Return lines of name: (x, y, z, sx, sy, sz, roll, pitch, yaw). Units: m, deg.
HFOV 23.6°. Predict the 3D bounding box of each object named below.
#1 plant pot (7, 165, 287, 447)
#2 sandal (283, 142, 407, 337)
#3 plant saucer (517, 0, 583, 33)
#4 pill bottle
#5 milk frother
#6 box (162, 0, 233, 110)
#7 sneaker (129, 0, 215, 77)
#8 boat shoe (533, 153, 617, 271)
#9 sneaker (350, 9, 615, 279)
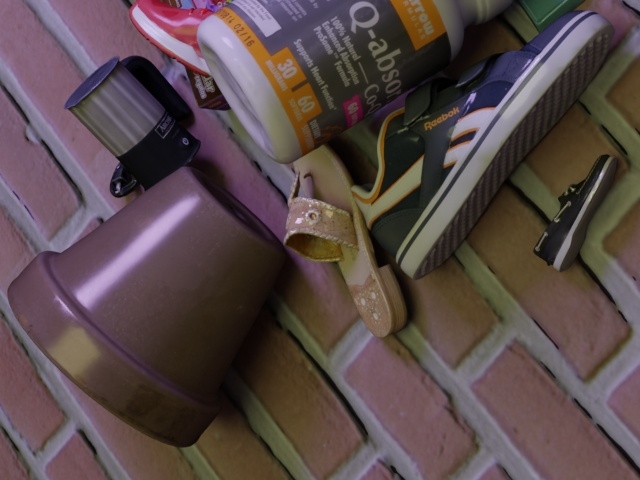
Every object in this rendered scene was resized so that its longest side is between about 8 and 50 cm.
plant pot: (-0.162, 0.052, 1.632, 0.229, 0.263, 0.263, -48, 66, 6)
sandal: (0.003, -0.003, 1.587, 0.240, 0.079, 0.088, 63, 148, 14)
plant saucer: (0.189, -0.297, 1.512, 0.067, 0.018, 0.192, -40, 69, 27)
pill bottle: (0.035, -0.208, 1.466, 0.278, 0.162, 0.162, -33, 70, -7)
milk frother: (-0.226, -0.120, 1.709, 0.143, 0.129, 0.134, -35, 109, 22)
box: (-0.090, -0.315, 1.668, 0.201, 0.057, 0.293, -26, 77, 30)
sneaker: (-0.086, -0.226, 1.597, 0.221, 0.087, 0.128, 34, 102, 13)
boat shoe: (0.243, -0.031, 1.467, 0.038, 0.046, 0.125, 33, 116, 23)
sneaker: (0.142, -0.115, 1.481, 0.127, 0.126, 0.321, 46, 116, 17)
